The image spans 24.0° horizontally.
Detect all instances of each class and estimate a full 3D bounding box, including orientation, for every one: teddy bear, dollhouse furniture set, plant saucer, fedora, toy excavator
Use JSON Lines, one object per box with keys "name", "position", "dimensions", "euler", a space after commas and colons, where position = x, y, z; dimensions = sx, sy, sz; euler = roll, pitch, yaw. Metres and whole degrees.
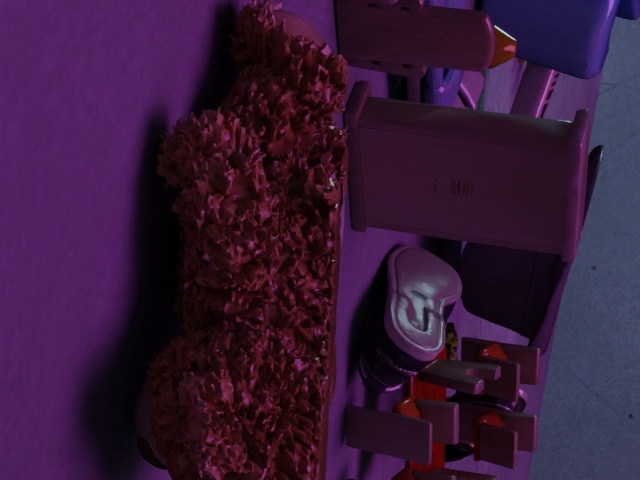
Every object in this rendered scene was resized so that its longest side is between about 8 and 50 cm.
{"name": "teddy bear", "position": [-0.043, 0.016, 0.904], "dimensions": [0.245, 0.113, 0.338], "euler": [73, 20, -75]}
{"name": "dollhouse furniture set", "position": [0.108, 0.237, 1.536], "dimensions": [0.262, 0.135, 0.259], "euler": [-22, 116, -57]}
{"name": "plant saucer", "position": [0.172, -0.024, 1.826], "dimensions": [0.195, 0.037, 0.195], "euler": [8, 90, -77]}
{"name": "fedora", "position": [0.233, 0.004, 1.747], "dimensions": [0.275, 0.124, 0.244], "euler": [93, 15, -55]}
{"name": "dollhouse furniture set", "position": [0.154, -0.179, 1.335], "dimensions": [0.286, 0.198, 0.303], "euler": [85, 19, -44]}
{"name": "toy excavator", "position": [0.289, -0.257, 1.906], "dimensions": [0.445, 0.222, 0.433], "euler": [-68, 166, 2]}

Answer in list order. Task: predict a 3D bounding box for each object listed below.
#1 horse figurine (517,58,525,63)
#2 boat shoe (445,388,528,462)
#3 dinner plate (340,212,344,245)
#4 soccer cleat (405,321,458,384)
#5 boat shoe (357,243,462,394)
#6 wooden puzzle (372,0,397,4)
{"name": "horse figurine", "position": [0.340, -0.336, 2.260], "dimensions": [0.174, 0.066, 0.263], "euler": [-45, 144, -58]}
{"name": "boat shoe", "position": [0.169, 0.211, 1.728], "dimensions": [0.069, 0.081, 0.228], "euler": [-66, -172, -22]}
{"name": "dinner plate", "position": [0.000, 0.000, 1.202], "dimensions": [0.141, 0.017, 0.141], "euler": [8, 90, -78]}
{"name": "soccer cleat", "position": [0.126, 0.146, 1.696], "dimensions": [0.179, 0.060, 0.072], "euler": [-46, 140, -72]}
{"name": "boat shoe", "position": [0.084, 0.072, 1.487], "dimensions": [0.079, 0.084, 0.233], "euler": [-58, -177, 26]}
{"name": "wooden puzzle", "position": [0.010, -0.364, 0.922], "dimensions": [0.322, 0.080, 0.348], "euler": [56, 39, -70]}
